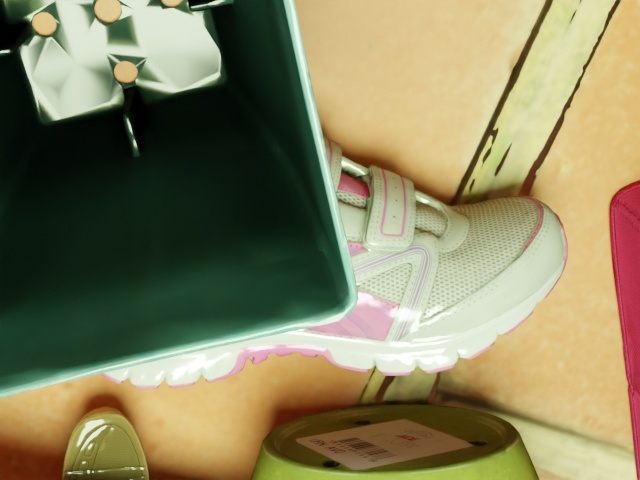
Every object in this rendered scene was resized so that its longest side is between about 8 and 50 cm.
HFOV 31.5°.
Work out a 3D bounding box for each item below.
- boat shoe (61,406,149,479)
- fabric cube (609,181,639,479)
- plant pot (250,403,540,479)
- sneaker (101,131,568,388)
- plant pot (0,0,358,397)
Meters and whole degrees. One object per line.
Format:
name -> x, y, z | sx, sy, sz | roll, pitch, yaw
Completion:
boat shoe -> -0.122, 0.149, 0.646 | 0.050, 0.045, 0.135 | -5, 115, -15
fabric cube -> 0.315, 0.102, 0.561 | 0.254, 0.258, 0.259 | -13, 112, 0
plant pot -> 0.044, 0.247, 0.607 | 0.274, 0.275, 0.294 | -3, 96, -5
sneaker -> 0.000, 0.000, 0.567 | 0.252, 0.103, 0.111 | -7, 117, -4
plant pot -> -0.095, -0.074, 0.459 | 0.165, 0.234, 0.166 | -13, 113, -1
